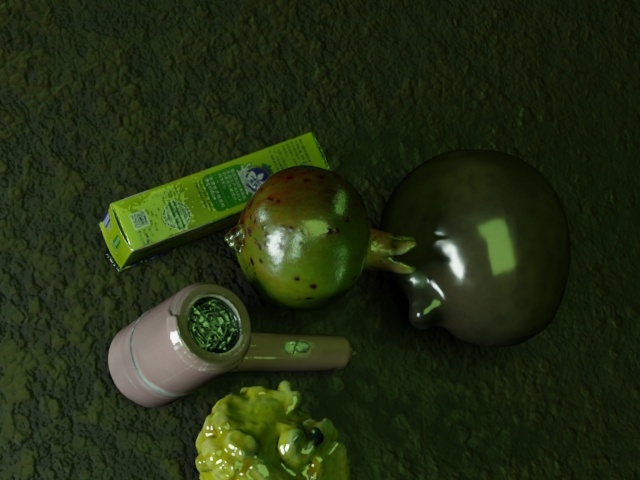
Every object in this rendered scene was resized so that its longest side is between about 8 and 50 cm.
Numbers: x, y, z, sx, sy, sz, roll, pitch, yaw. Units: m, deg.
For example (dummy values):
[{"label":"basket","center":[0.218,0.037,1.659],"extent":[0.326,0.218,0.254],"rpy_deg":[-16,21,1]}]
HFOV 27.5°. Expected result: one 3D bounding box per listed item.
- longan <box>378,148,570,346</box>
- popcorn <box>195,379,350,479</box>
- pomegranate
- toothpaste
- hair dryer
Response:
[{"label":"longan","center":[0.223,0.017,1.883],"extent":[0.300,0.243,0.300],"rpy_deg":[1,65,-2]},{"label":"popcorn","center":[-0.061,0.293,1.761],"extent":[0.189,0.169,0.218],"rpy_deg":[-37,93,-22]},{"label":"pomegranate","center":[0.003,0.005,1.750],"extent":[0.246,0.198,0.198],"rpy_deg":[17,69,18]},{"label":"toothpaste","center":[-0.149,-0.056,1.856],"extent":[0.327,0.110,0.077],"rpy_deg":[-22,81,-21]},{"label":"hair dryer","center":[-0.089,0.143,1.789],"extent":[0.352,0.210,0.125],"rpy_deg":[2,70,-32]}]
